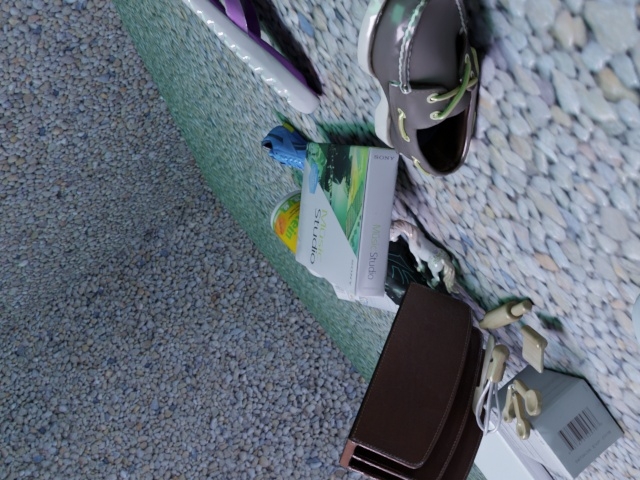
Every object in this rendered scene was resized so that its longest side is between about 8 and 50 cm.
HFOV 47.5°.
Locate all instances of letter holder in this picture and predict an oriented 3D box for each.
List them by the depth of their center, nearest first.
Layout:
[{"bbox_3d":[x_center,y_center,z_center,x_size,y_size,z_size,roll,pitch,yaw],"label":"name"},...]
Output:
[{"bbox_3d":[0.189,0.259,1.218,0.214,0.302,0.152,21,149,8],"label":"letter holder"}]

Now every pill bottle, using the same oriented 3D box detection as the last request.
[{"bbox_3d":[0.000,0.000,1.709,0.245,0.136,0.136,46,168,36],"label":"pill bottle"}]

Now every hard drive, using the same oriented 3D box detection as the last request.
[{"bbox_3d":[0.389,0.464,1.640,0.353,0.047,0.233,53,159,5],"label":"hard drive"}]

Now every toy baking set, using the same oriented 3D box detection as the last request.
[{"bbox_3d":[0.267,0.194,1.090,0.256,0.030,0.196,133,142,-74],"label":"toy baking set"}]

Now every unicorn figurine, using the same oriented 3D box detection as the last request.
[{"bbox_3d":[0.173,0.020,1.234,0.162,0.060,0.111,25,153,37],"label":"unicorn figurine"}]

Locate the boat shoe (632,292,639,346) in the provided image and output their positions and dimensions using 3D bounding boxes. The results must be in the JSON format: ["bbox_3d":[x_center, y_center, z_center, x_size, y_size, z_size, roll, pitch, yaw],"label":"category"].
[{"bbox_3d":[0.375,0.166,0.566,0.335,0.121,0.119,47,164,23],"label":"boat shoe"}]

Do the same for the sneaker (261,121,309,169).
[{"bbox_3d":[-0.052,-0.174,1.525,0.209,0.082,0.069,43,163,42],"label":"sneaker"}]

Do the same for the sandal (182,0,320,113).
[{"bbox_3d":[-0.141,-0.383,1.208,0.416,0.102,0.169,43,-172,-15],"label":"sandal"}]

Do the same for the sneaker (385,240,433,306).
[{"bbox_3d":[0.149,0.061,1.371,0.267,0.106,0.101,32,160,8],"label":"sneaker"}]

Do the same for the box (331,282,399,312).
[{"bbox_3d":[0.111,0.095,1.550,0.186,0.038,0.145,14,151,26],"label":"box"}]

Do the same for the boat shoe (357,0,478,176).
[{"bbox_3d":[0.111,-0.160,0.731,0.097,0.116,0.324,46,172,18],"label":"boat shoe"}]

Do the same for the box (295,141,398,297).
[{"bbox_3d":[0.036,-0.049,1.246,0.322,0.058,0.232,-157,71,-69],"label":"box"}]

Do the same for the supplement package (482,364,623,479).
[{"bbox_3d":[0.346,0.270,1.105,0.105,0.105,0.179,52,171,-4],"label":"supplement package"}]
